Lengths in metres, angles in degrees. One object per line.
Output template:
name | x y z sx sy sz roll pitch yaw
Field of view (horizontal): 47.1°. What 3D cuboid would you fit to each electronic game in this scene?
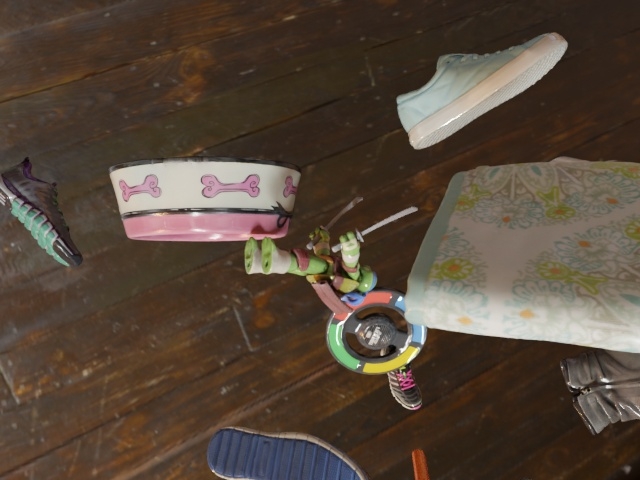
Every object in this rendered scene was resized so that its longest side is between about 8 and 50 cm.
electronic game | 0.125 0.204 1.639 0.229 0.048 0.229 -1 117 -2

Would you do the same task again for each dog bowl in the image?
dog bowl | -0.242 -0.078 1.575 0.408 0.408 0.150 0 88 -27

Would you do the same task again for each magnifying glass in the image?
magnifying glass | 0.172 0.433 1.208 0.026 0.231 0.092 -23 113 14

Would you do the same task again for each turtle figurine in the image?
turtle figurine | 0.000 0.000 1.452 0.266 0.198 0.274 4 119 -28

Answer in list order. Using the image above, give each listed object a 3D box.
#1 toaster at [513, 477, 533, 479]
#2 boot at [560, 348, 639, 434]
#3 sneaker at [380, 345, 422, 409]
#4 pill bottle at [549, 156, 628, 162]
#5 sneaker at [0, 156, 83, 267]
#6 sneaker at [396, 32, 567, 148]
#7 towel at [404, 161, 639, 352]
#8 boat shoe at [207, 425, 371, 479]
toaster | 0.340 0.523 1.309 0.146 0.227 0.129 55 31 -15
boot | 0.687 0.375 1.612 0.223 0.118 0.338 -29 71 3
sneaker | 0.190 0.312 1.723 0.063 0.075 0.170 -16 64 -11
pill bottle | 0.588 -0.021 1.337 0.224 0.392 0.224 -17 118 -35
sneaker | -0.500 -0.055 1.356 0.223 0.083 0.098 48 59 -5
sneaker | 0.313 -0.341 1.506 0.366 0.135 0.150 -30 79 17
towel | 0.318 0.003 1.059 0.374 0.321 0.090 -59 143 -47
boat shoe | -0.021 0.211 0.693 0.066 0.183 0.066 24 77 -50
